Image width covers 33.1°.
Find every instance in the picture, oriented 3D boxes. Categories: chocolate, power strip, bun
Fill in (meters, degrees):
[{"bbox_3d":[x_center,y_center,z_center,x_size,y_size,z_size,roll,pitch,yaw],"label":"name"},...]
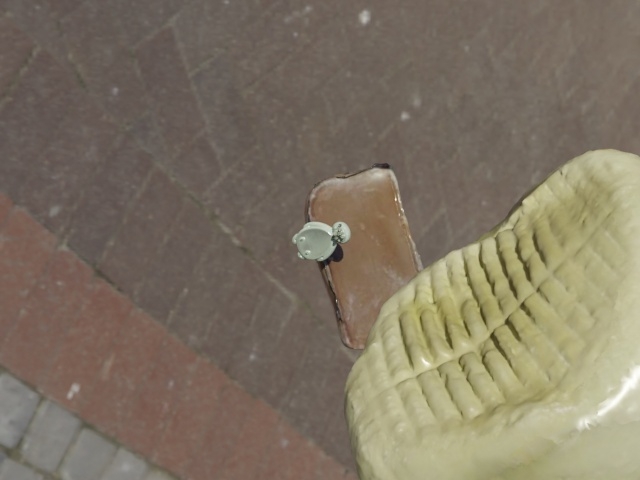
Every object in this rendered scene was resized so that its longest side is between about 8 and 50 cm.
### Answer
[{"bbox_3d":[0.058,0.030,1.548,0.161,0.083,0.261,-11,84,-24],"label":"chocolate"},{"bbox_3d":[0.000,0.000,1.447,0.055,0.083,0.035,69,22,-4],"label":"power strip"},{"bbox_3d":[0.123,0.068,0.557,0.145,0.229,0.229,48,60,-26],"label":"bun"}]
